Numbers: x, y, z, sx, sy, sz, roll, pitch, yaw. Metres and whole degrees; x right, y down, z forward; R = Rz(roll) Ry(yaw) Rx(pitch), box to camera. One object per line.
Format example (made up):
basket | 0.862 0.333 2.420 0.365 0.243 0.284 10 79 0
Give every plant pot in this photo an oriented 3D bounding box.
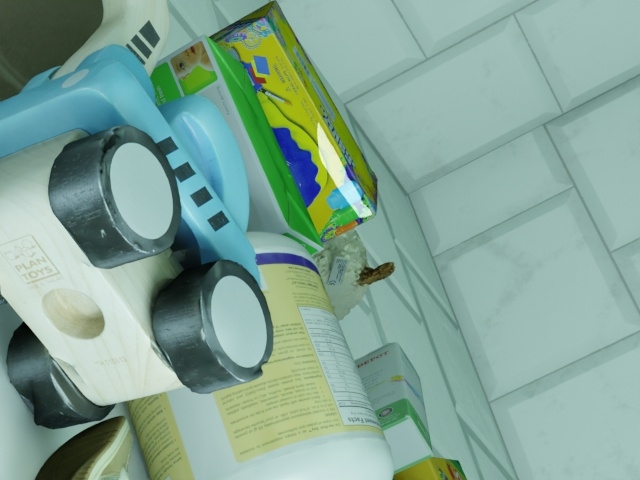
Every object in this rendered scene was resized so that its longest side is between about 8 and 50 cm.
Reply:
plant pot | -0.302 -0.290 1.384 0.263 0.229 0.263 57 13 -20

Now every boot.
boot | -0.173 0.261 1.080 0.165 0.077 0.213 58 17 -19

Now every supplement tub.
supplement tub | -0.067 0.185 1.304 0.241 0.241 0.331 39 27 -63

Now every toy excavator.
toy excavator | -0.191 -0.118 1.172 0.433 0.222 0.445 57 31 -26

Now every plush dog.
plush dog | 0.000 0.000 2.074 0.262 0.210 0.225 46 25 -52

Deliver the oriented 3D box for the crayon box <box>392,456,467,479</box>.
crayon box | 0.222 0.494 2.276 0.202 0.081 0.318 67 13 17

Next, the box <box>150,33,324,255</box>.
box | -0.159 -0.059 1.478 0.262 0.231 0.127 67 13 19

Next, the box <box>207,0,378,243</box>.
box | -0.113 -0.114 1.685 0.290 0.279 0.177 59 12 -14

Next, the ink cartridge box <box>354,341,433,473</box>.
ink cartridge box | 0.079 0.270 1.965 0.093 0.154 0.212 57 12 -26
